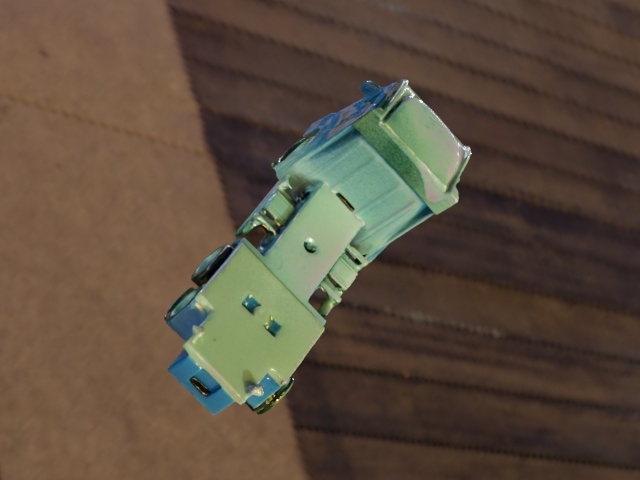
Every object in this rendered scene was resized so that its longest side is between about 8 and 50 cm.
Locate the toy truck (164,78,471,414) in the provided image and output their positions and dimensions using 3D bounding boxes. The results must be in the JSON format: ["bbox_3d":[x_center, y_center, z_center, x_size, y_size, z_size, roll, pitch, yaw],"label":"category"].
[{"bbox_3d":[0.000,0.000,0.694,0.067,0.081,0.175,46,47,-10],"label":"toy truck"}]
